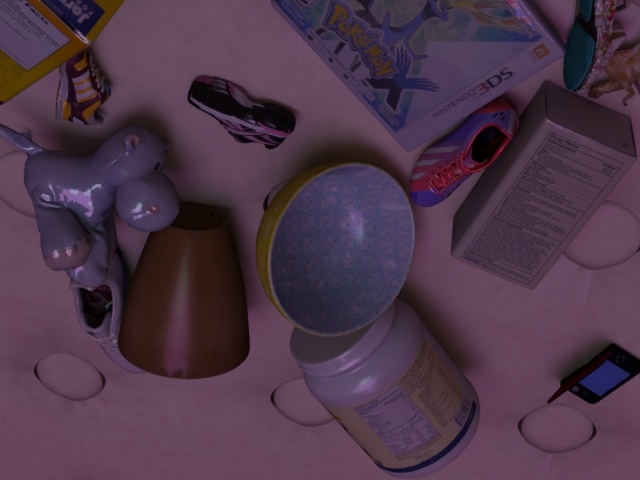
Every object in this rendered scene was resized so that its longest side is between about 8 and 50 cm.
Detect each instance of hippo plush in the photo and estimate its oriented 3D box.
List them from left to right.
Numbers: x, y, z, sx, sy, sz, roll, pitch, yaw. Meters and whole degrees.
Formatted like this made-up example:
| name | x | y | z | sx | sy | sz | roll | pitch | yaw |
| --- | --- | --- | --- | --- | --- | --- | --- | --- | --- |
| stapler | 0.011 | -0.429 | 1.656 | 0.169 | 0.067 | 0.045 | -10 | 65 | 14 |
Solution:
| name | x | y | z | sx | sy | sz | roll | pitch | yaw |
| --- | --- | --- | --- | --- | --- | --- | --- | --- | --- |
| hippo plush | -0.350 | -0.091 | 1.804 | 0.236 | 0.234 | 0.294 | -23 | 83 | 7 |

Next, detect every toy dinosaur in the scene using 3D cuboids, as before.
| name | x | y | z | sx | sy | sz | roll | pitch | yaw |
| --- | --- | --- | --- | --- | --- | --- | --- | --- | --- |
| toy dinosaur | 0.465 | -0.256 | 1.583 | 0.093 | 0.053 | 0.183 | 25 | 130 | -9 |

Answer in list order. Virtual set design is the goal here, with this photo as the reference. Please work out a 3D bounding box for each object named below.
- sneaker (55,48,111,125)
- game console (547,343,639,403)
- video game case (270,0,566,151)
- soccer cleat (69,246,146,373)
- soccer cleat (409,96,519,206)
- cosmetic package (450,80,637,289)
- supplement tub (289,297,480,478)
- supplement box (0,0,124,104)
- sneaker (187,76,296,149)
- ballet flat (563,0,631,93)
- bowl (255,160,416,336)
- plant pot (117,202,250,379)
| name | x | y | z | sx | sy | sz | roll | pitch | yaw |
| --- | --- | --- | --- | --- | --- | --- | --- | --- | --- |
| sneaker | -0.372 | -0.263 | 1.724 | 0.084 | 0.069 | 0.185 | 11 | 138 | -10 |
| game console | 0.508 | 0.265 | 1.994 | 0.124 | 0.085 | 0.144 | 32 | 128 | -16 |
| video game case | 0.142 | -0.317 | 1.588 | 0.300 | 0.036 | 0.329 | -31 | 115 | 31 |
| soccer cleat | -0.398 | 0.157 | 2.027 | 0.116 | 0.143 | 0.331 | -3 | 129 | 13 |
| soccer cleat | 0.220 | -0.126 | 1.708 | 0.083 | 0.095 | 0.248 | 32 | 128 | -16 |
| cosmetic package | 0.345 | -0.080 | 1.714 | 0.160 | 0.113 | 0.309 | 23 | 129 | -9 |
| supplement tub | 0.116 | 0.248 | 1.951 | 0.235 | 0.235 | 0.325 | -23 | 122 | 27 |
| supplement box | -0.403 | -0.350 | 1.477 | 0.194 | 0.195 | 0.356 | 42 | 153 | -23 |
| sneaker | -0.135 | -0.193 | 1.736 | 0.178 | 0.072 | 0.077 | 26 | 140 | -5 |
| ballet flat | 0.400 | -0.313 | 1.530 | 0.077 | 0.091 | 0.241 | -10 | 134 | -9 |
| bowl | 0.000 | 0.000 | 1.795 | 0.156 | 0.289 | 0.289 | 23 | 152 | 55 |
| plant pot | -0.232 | 0.072 | 1.896 | 0.237 | 0.237 | 0.254 | 8 | 114 | 3 |
